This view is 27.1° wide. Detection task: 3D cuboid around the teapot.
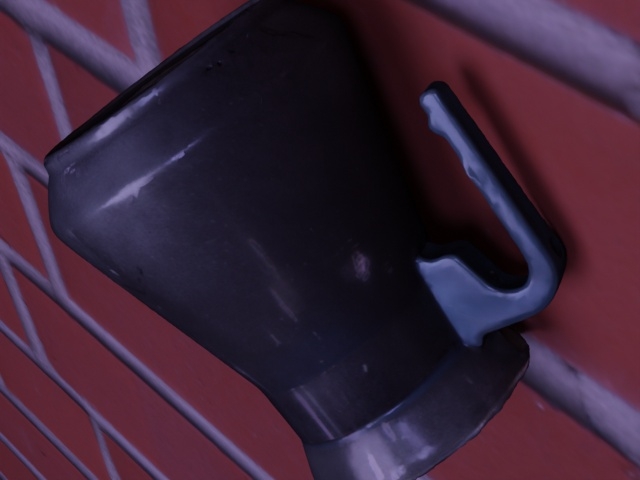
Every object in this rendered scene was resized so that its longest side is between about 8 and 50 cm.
[{"bbox_3d":[0.000,0.000,0.645,0.203,0.171,0.225,-29,106,34],"label":"teapot"}]
